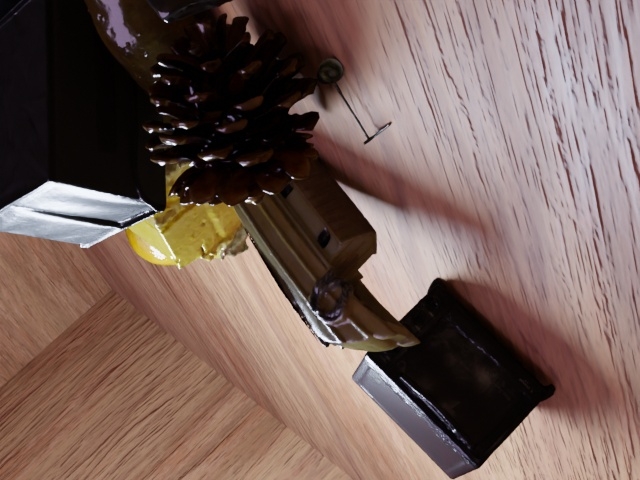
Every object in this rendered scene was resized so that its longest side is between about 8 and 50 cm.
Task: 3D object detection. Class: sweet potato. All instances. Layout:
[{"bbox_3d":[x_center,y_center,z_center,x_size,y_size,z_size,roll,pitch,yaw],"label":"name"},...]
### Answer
[{"bbox_3d":[-0.230,-0.285,1.422,0.158,0.158,0.370,21,148,53],"label":"sweet potato"}]

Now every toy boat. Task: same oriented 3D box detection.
[{"bbox_3d":[0.000,0.000,1.449,0.136,0.162,0.445,24,-154,-52],"label":"toy boat"}]

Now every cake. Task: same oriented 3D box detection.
[{"bbox_3d":[-0.251,-0.096,1.748,0.227,0.222,0.286,34,158,40],"label":"cake"}]

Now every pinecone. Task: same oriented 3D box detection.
[{"bbox_3d":[-0.113,-0.175,1.272,0.264,0.264,0.264,41,161,18],"label":"pinecone"}]

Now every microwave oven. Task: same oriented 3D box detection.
[{"bbox_3d":[0.196,0.214,1.468,0.247,0.178,0.188,44,159,11],"label":"microwave oven"}]

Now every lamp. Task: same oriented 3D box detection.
[{"bbox_3d":[0.035,-0.180,1.246,0.121,0.041,0.054,52,169,-8],"label":"lamp"}]

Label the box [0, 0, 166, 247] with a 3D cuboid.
[{"bbox_3d":[-0.399,-0.190,1.516,0.251,0.204,0.345,-20,70,43],"label":"box"}]

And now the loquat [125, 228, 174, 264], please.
[{"bbox_3d":[-0.340,-0.048,2.086,0.234,0.187,0.176,44,174,37],"label":"loquat"}]

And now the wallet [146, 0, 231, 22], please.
[{"bbox_3d":[-0.208,-0.382,1.129,0.309,0.165,0.042,48,142,17],"label":"wallet"}]

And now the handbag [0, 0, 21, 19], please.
[{"bbox_3d":[-0.611,-0.400,1.692,0.275,0.178,0.302,49,125,23],"label":"handbag"}]
